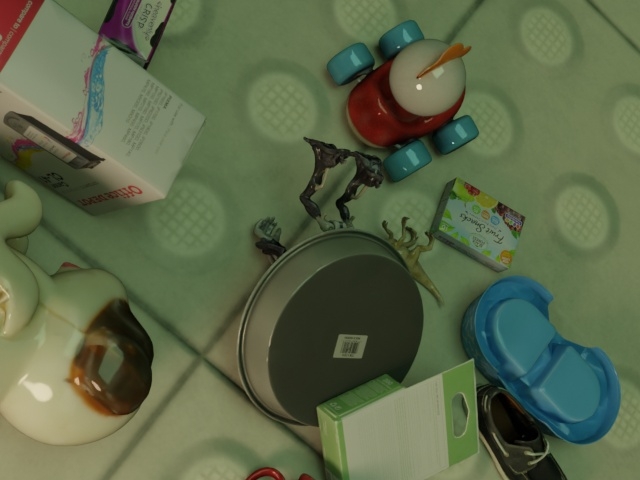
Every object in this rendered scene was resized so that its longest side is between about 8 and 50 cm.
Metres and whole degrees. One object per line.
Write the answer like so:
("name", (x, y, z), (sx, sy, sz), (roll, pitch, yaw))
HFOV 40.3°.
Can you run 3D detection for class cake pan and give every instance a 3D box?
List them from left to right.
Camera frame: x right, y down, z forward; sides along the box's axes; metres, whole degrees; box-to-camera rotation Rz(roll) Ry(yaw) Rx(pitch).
("cake pan", (0.026, 0.130, 1.192), (0.293, 0.054, 0.293), (-12, 113, -29))

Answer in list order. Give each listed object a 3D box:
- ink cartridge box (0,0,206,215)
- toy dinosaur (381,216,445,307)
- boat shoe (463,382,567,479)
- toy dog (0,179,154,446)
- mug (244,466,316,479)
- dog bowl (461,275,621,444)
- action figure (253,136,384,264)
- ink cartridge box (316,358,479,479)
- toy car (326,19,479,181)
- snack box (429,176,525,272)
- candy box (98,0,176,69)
("ink cartridge box", (-0.328, -0.169, 1.058), (0.306, 0.226, 0.131), (38, 64, -29))
("toy dinosaur", (0.135, 0.024, 1.354), (0.183, 0.053, 0.093), (36, 77, -24))
("boat shoe", (0.311, 0.319, 1.330), (0.084, 0.079, 0.233), (-39, 95, -28))
("toy dog", (-0.385, 0.116, 0.966), (0.407, 0.284, 0.396), (9, 57, -28))
("mug", (-0.062, 0.399, 1.154), (0.169, 0.150, 0.113), (-37, 129, -22))
("dog bowl", (0.342, 0.191, 1.377), (0.297, 0.074, 0.166), (47, 65, -7))
("action figure", (0.000, 0.000, 1.252), (0.164, 0.141, 0.276), (12, 99, -28))
("ink cartridge box", (0.115, 0.269, 1.230), (0.235, 0.056, 0.171), (-20, 117, -27))
("toy car", (0.165, -0.243, 1.321), (0.210, 0.238, 0.219), (-29, 89, -26))
("snack box", (0.256, -0.024, 1.415), (0.141, 0.037, 0.100), (28, 69, -14))
("candy box", (-0.252, -0.267, 1.154), (0.071, 0.233, 0.159), (24, 70, -15))
